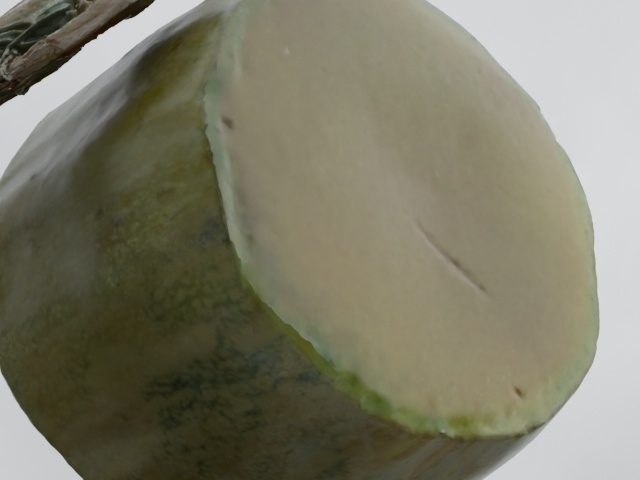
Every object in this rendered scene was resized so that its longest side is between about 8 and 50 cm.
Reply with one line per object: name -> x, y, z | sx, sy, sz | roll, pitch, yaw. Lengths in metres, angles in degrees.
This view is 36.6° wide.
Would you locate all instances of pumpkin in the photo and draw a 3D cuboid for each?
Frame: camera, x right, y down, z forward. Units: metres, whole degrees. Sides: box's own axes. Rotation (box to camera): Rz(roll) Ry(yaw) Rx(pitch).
pumpkin -> 0.000, 0.000, 0.544 | 0.332, 0.332, 0.199 | 22, -37, -23

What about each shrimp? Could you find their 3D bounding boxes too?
shrimp -> -0.135, -0.095, 0.476 | 0.180, 0.099, 0.041 | -39, -56, -10
